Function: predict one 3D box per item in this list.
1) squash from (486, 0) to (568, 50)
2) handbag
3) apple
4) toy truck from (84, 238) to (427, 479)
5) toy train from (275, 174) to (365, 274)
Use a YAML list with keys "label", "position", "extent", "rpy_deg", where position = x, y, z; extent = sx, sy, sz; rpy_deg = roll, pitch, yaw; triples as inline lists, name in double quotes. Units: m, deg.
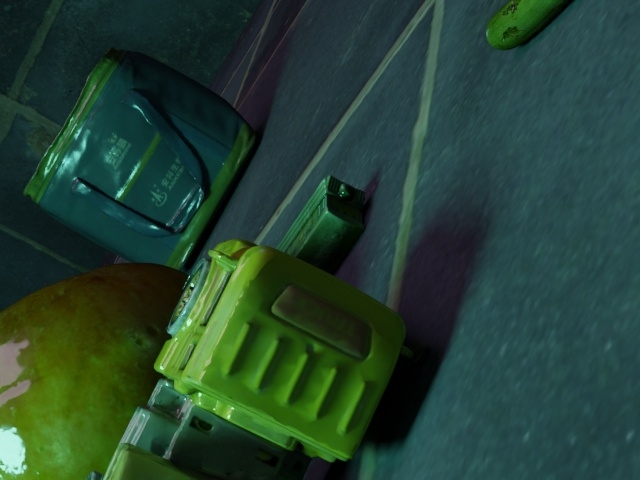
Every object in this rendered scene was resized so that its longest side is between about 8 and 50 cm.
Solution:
- label: "squash"
  position: [0.125, -0.139, 0.753]
  extent: [0.083, 0.027, 0.027]
  rpy_deg: [-46, 19, 57]
- label: "handbag"
  position: [-0.244, -0.109, 1.733]
  extent: [0.263, 0.241, 0.222]
  rpy_deg: [-61, 10, 6]
- label: "apple"
  position: [-0.137, 0.133, 0.832]
  extent: [0.236, 0.208, 0.237]
  rpy_deg: [-28, -8, -4]
- label: "toy truck"
  position: [-0.054, 0.134, 0.644]
  extent: [0.272, 0.124, 0.157]
  rpy_deg: [-64, 11, -10]
- label: "toy train"
  position: [0.000, 0.000, 0.950]
  extent: [0.093, 0.038, 0.056]
  rpy_deg: [-55, 20, 28]
